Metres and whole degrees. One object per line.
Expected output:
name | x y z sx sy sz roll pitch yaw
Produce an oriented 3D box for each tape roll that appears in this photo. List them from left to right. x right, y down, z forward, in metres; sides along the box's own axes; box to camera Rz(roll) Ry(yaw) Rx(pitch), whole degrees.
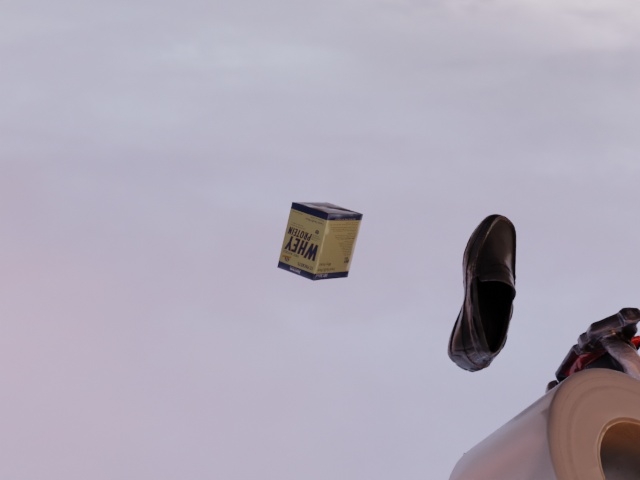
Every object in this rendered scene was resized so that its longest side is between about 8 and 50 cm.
tape roll | 0.267 0.270 1.053 0.246 0.169 0.246 21 -136 -22

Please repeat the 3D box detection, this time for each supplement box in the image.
supplement box | 0.000 0.000 1.310 0.056 0.083 0.083 19 -168 31

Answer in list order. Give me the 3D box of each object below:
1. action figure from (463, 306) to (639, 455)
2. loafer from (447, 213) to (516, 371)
action figure | 0.370 0.258 1.507 0.330 0.341 0.179 -27 -117 -14
loafer | 0.220 0.061 1.364 0.076 0.078 0.223 28 -121 -20
